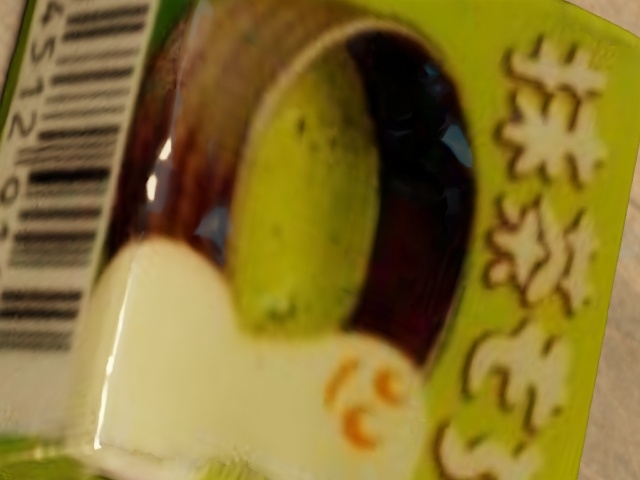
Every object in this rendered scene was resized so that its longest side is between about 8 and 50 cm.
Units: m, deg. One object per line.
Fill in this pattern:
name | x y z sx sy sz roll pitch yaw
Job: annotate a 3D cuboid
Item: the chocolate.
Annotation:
chocolate | 0.000 0.000 0.889 0.289 0.137 0.301 20 77 -32
